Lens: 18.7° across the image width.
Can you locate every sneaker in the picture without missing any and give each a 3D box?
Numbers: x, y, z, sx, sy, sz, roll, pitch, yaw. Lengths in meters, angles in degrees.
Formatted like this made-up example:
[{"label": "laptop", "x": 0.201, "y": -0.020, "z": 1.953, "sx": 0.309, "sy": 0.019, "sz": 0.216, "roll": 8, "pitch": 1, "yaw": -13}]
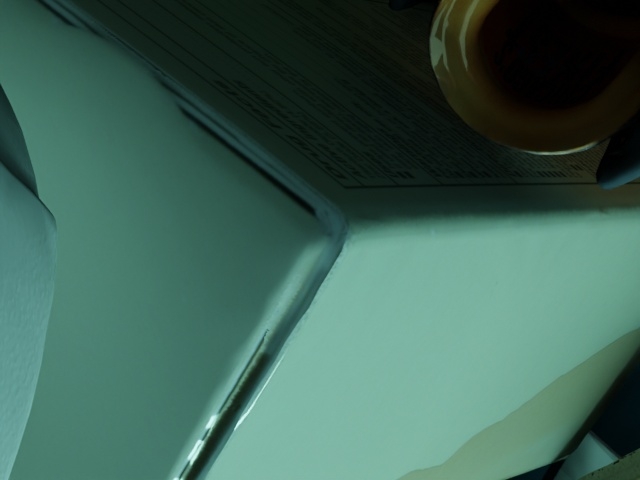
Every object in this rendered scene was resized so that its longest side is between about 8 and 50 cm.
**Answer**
[{"label": "sneaker", "x": 0.091, "y": -0.096, "z": 0.605, "sx": 0.180, "sy": 0.124, "sz": 0.321, "roll": -50, "pitch": 173, "yaw": -13}]

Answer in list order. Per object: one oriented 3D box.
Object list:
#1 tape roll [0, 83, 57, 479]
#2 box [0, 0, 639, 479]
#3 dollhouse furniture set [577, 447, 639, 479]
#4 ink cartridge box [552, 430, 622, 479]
[{"label": "tape roll", "x": -0.197, "y": -0.002, "z": 0.369, "sx": 0.246, "sy": 0.246, "sz": 0.169, "roll": -43, "pitch": 145, "yaw": -5}, {"label": "box", "x": 0.000, "y": 0.000, "z": 0.604, "sx": 0.121, "sy": 0.148, "sz": 0.311, "roll": -59, "pitch": 156, "yaw": 17}, {"label": "dollhouse furniture set", "x": 0.069, "y": 0.274, "z": 0.780, "sx": 0.394, "sy": 0.256, "sz": 0.362, "roll": -31, "pitch": 153, "yaw": 28}, {"label": "ink cartridge box", "x": 0.183, "y": 0.286, "z": 0.997, "sx": 0.066, "sy": 0.296, "sz": 0.261, "roll": 9, "pitch": 117, "yaw": -50}]
